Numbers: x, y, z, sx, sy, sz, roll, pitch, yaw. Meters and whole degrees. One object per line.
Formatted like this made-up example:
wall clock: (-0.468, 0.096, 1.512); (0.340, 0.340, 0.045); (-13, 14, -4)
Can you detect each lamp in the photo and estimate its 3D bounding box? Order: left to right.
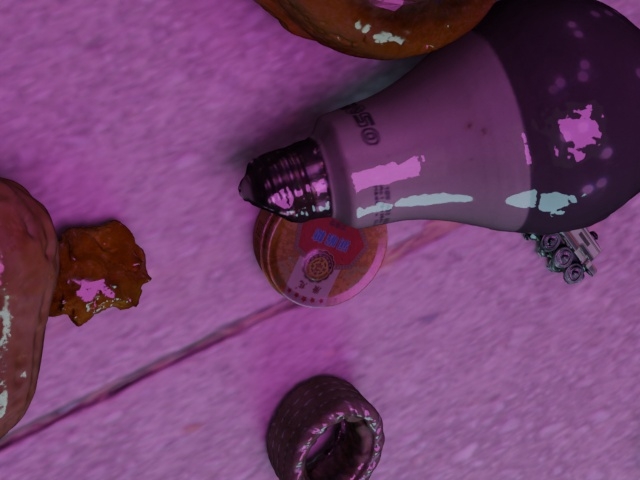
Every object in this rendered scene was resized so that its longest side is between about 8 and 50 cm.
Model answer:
lamp: (0.112, -0.070, 0.888); (0.313, 0.182, 0.182); (-24, 119, -25)

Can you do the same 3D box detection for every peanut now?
peanut: (-0.249, 0.062, 0.846); (0.120, 0.110, 0.236); (12, 117, -16)

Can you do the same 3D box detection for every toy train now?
toy train: (0.213, -0.001, 1.062); (0.053, 0.033, 0.083); (-45, 121, -5)

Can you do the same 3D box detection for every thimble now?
thimble: (0.003, 0.172, 1.023); (0.084, 0.062, 0.110); (10, 106, -28)

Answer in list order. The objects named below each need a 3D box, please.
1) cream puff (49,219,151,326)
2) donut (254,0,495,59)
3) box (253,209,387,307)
cream puff: (-0.166, 0.025, 0.891); (0.083, 0.058, 0.083); (25, 97, -28)
donut: (0.037, -0.251, 0.829); (0.208, 0.128, 0.262); (-10, 113, -19)
box: (0.000, 0.000, 0.966); (0.105, 0.037, 0.106); (-9, 114, -20)
